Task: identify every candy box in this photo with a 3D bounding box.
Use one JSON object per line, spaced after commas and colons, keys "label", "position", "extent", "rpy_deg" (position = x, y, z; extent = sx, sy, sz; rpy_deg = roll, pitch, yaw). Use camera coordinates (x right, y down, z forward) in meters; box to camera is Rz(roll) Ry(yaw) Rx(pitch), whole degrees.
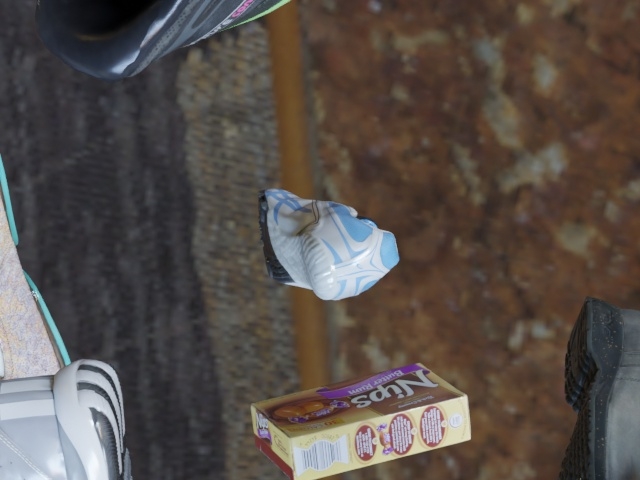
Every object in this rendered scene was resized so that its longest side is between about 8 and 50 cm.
{"label": "candy box", "position": [0.039, 0.176, 1.692], "extent": [0.109, 0.187, 0.053], "rpy_deg": [-149, 49, -64]}

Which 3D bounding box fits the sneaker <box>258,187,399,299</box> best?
{"label": "sneaker", "position": [0.000, 0.000, 1.577], "extent": [0.237, 0.086, 0.085], "rpy_deg": [-148, 49, -66]}

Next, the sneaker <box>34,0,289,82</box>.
{"label": "sneaker", "position": [-0.089, -0.262, 0.789], "extent": [0.185, 0.202, 0.482], "rpy_deg": [24, 144, 28]}

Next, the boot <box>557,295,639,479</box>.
{"label": "boot", "position": [0.254, 0.143, 1.215], "extent": [0.083, 0.161, 0.246], "rpy_deg": [103, 179, -47]}

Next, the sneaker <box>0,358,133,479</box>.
{"label": "sneaker", "position": [-0.162, 0.162, 0.915], "extent": [0.086, 0.132, 0.228], "rpy_deg": [-94, 2, -62]}

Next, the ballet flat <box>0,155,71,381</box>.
{"label": "ballet flat", "position": [-0.295, 0.029, 1.455], "extent": [0.107, 0.106, 0.316], "rpy_deg": [35, 146, 50]}
